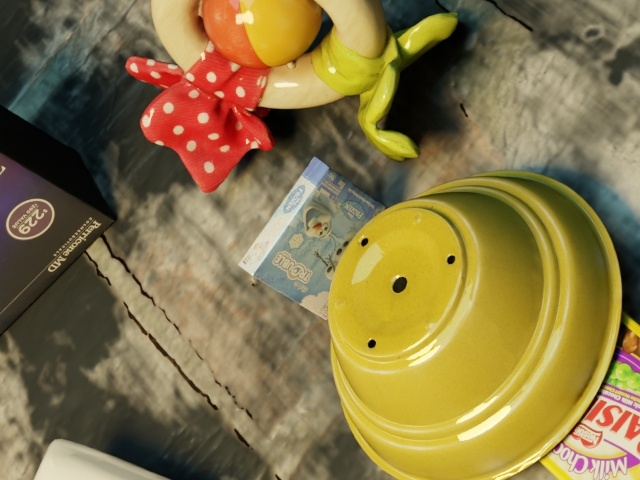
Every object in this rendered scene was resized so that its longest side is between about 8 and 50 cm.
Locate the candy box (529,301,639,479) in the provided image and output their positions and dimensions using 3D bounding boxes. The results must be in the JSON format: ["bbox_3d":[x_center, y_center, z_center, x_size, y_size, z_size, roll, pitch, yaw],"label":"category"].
[{"bbox_3d":[0.164,0.093,1.105,0.105,0.027,0.206,-54,47,8],"label":"candy box"}]

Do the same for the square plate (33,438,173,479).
[{"bbox_3d":[-0.113,0.328,1.151,0.347,0.049,0.344,15,77,31],"label":"square plate"}]

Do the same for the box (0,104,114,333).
[{"bbox_3d":[-0.322,0.009,1.410,0.261,0.184,0.103,-44,51,11],"label":"box"}]

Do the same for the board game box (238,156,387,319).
[{"bbox_3d":[0.000,0.000,1.232,0.020,0.090,0.090,38,94,42],"label":"board game box"}]

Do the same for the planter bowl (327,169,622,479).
[{"bbox_3d":[0.071,0.040,1.125,0.217,0.090,0.217,-19,58,33],"label":"planter bowl"}]

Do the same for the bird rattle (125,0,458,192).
[{"bbox_3d":[-0.034,-0.145,1.269,0.254,0.207,0.143,4,52,29],"label":"bird rattle"}]
